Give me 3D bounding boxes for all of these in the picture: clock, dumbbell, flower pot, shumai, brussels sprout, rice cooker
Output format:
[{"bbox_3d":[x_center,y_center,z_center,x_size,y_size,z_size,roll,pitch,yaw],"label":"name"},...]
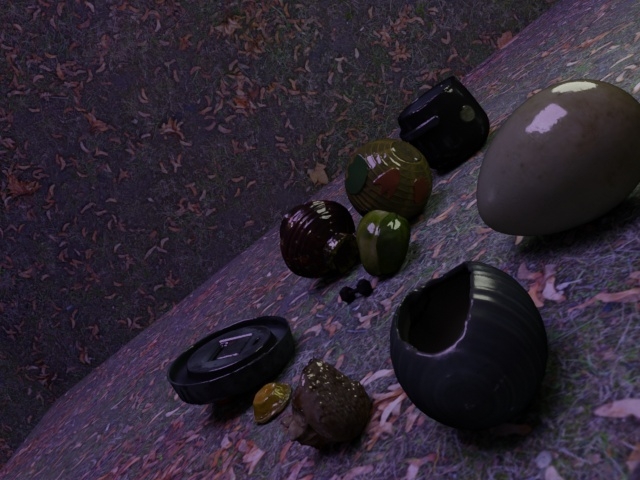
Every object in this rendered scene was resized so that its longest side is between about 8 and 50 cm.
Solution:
[{"bbox_3d":[-0.210,0.278,1.315,0.313,0.061,0.312,-19,13,5],"label":"clock"},{"bbox_3d":[0.083,0.119,1.300,0.083,0.040,0.035,-28,48,43],"label":"dumbbell"},{"bbox_3d":[0.185,0.128,0.694,0.189,0.157,0.243,-35,14,26],"label":"flower pot"},{"bbox_3d":[-0.004,0.262,0.852,0.116,0.145,0.145,-43,9,29],"label":"shumai"},{"bbox_3d":[0.153,-0.002,1.318,0.132,0.145,0.183,-8,27,13],"label":"brussels sprout"},{"bbox_3d":[0.380,-0.354,1.702,0.267,0.224,0.267,-36,14,11],"label":"rice cooker"}]

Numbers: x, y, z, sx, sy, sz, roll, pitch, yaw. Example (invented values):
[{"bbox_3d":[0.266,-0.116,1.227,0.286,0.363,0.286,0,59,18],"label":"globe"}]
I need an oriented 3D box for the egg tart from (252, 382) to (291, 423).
[{"bbox_3d":[-0.103,0.322,1.114,0.105,0.039,0.105,-35,14,10],"label":"egg tart"}]

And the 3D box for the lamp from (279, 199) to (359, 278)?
[{"bbox_3d":[0.000,0.000,1.562,0.247,0.247,0.247,-37,12,10],"label":"lamp"}]

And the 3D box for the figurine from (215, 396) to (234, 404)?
[{"bbox_3d":[-0.244,0.355,1.335,0.075,0.068,0.140,-37,10,-3],"label":"figurine"}]

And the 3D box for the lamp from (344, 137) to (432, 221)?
[{"bbox_3d":[0.174,-0.147,1.539,0.250,0.250,0.284,-52,-4,-47],"label":"lamp"}]

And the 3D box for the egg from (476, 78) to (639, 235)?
[{"bbox_3d":[0.376,-0.121,0.889,0.295,0.218,0.218,-43,8,33],"label":"egg"}]
